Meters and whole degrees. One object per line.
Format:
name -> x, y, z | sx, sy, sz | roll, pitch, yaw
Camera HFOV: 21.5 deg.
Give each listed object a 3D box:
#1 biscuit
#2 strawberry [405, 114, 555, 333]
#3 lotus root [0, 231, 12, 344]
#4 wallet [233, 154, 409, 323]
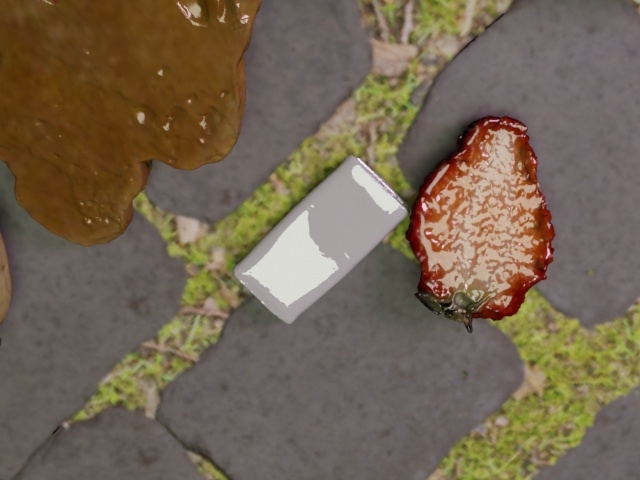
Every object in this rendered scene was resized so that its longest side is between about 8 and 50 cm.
biscuit -> -0.167, -0.163, 1.082 | 0.269, 0.051, 0.376 | 4, 123, 11
strawberry -> 0.113, -0.011, 1.164 | 0.104, 0.048, 0.152 | 15, 95, 3
lotus root -> -0.254, 0.008, 1.163 | 0.073, 0.062, 0.150 | -1, 113, 27
wallet -> 0.000, 0.000, 1.178 | 0.061, 0.025, 0.122 | 43, 105, -15
